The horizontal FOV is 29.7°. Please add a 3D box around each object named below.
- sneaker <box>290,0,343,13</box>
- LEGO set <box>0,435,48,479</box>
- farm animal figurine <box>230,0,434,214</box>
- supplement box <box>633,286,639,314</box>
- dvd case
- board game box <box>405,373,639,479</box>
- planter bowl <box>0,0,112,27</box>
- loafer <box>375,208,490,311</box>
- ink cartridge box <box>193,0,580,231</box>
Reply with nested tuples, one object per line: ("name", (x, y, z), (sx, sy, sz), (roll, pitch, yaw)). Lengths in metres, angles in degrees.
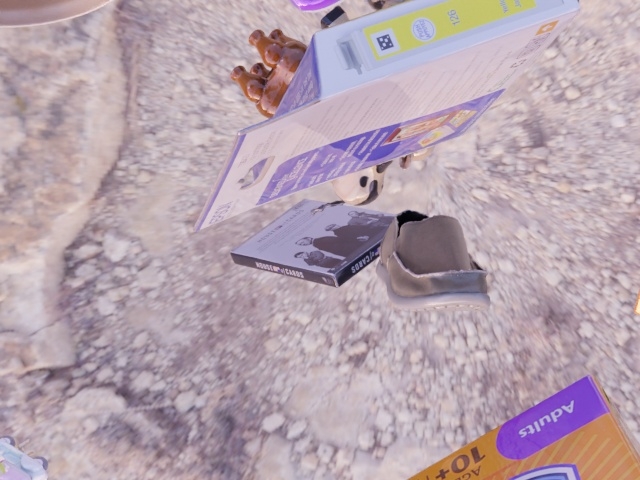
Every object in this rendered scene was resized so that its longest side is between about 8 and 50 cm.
("sneaker", (0.062, -0.465, 1.807), (0.293, 0.146, 0.102), (-39, 82, -2))
("LEGO set", (-0.311, 0.327, 1.222), (0.107, 0.132, 0.287), (-31, 125, -31))
("farm animal figurine", (0.069, -0.168, 1.380), (0.172, 0.330, 0.327), (43, 93, 22))
("supplement box", (0.561, 0.087, 1.666), (0.233, 0.080, 0.078), (15, 131, 16))
("dvd case", (0.000, 0.000, 1.868), (0.179, 0.239, 0.029), (-36, 121, -34))
("board game box", (0.148, 0.383, 0.755), (0.356, 0.356, 0.356), (-32, 114, 9))
("planter bowl", (-0.256, -0.267, 1.060), (0.162, 0.162, 0.109), (-13, 83, 6))
("loafer", (0.110, 0.017, 1.260), (0.094, 0.251, 0.087), (0, 100, -14))
("ink cartridge box", (0.034, -0.121, 1.071), (0.307, 0.303, 0.072), (-19, 81, -17))
